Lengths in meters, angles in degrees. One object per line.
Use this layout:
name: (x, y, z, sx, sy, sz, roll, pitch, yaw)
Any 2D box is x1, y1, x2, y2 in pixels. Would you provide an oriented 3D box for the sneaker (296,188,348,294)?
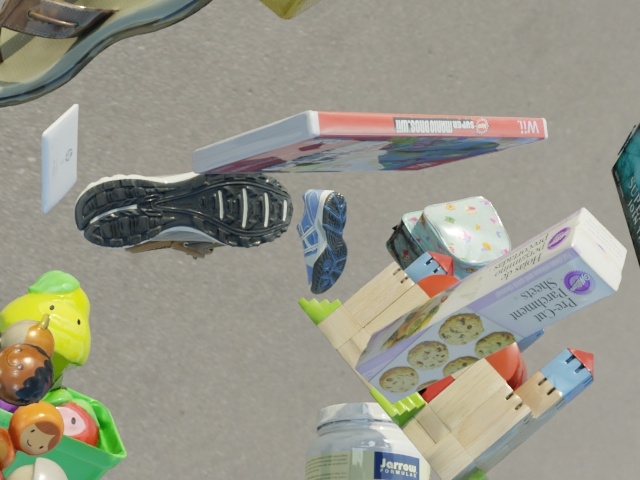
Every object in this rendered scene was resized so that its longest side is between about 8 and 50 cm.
sneaker: (0.000, 0.000, 1.874, 0.080, 0.081, 0.211, -13, 117, -45)

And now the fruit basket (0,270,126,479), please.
fruit basket: (-0.503, 0.240, 1.706, 0.392, 0.283, 0.391, -5, 105, -20)

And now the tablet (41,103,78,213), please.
tablet: (-0.215, -0.067, 0.818, 0.054, 0.006, 0.083, -60, 168, -49)

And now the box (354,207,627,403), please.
box: (0.161, 0.076, 1.006, 0.067, 0.324, 0.063, 43, 45, -12)

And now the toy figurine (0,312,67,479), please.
toy figurine: (-0.281, 0.165, 0.821, 0.148, 0.213, 0.209, 1, 91, -13)

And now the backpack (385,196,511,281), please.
backpack: (0.219, 0.031, 1.556, 0.166, 0.144, 0.188, -11, 68, -30)

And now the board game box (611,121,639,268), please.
board game box: (0.271, -0.030, 0.733, 0.026, 0.186, 0.126, 7, 137, -10)

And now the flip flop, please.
flip flop: (-0.211, -0.204, 0.849, 0.277, 0.112, 0.080, -22, 142, 8)

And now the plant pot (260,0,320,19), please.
plant pot: (-0.024, -0.408, 1.242, 0.212, 0.212, 0.187, -42, 168, -41)

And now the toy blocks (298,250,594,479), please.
toy blocks: (0.188, 0.148, 1.355, 0.261, 0.381, 0.190, -40, 150, -2)

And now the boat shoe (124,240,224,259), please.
boat shoe: (-0.232, -0.012, 1.830, 0.104, 0.307, 0.110, 67, 25, -20)

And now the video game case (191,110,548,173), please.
video game case: (0.048, -0.092, 0.957, 0.285, 0.204, 0.025, -4, 87, -36)

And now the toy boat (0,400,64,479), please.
toy boat: (-0.351, 0.228, 1.076, 0.151, 0.231, 0.151, -26, 155, -14)

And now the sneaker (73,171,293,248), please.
sneaker: (-0.166, -0.044, 1.208, 0.272, 0.108, 0.100, -1, 96, -19)

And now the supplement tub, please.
supplement tub: (0.085, 0.479, 1.804, 0.235, 0.235, 0.324, 31, 53, -47)
